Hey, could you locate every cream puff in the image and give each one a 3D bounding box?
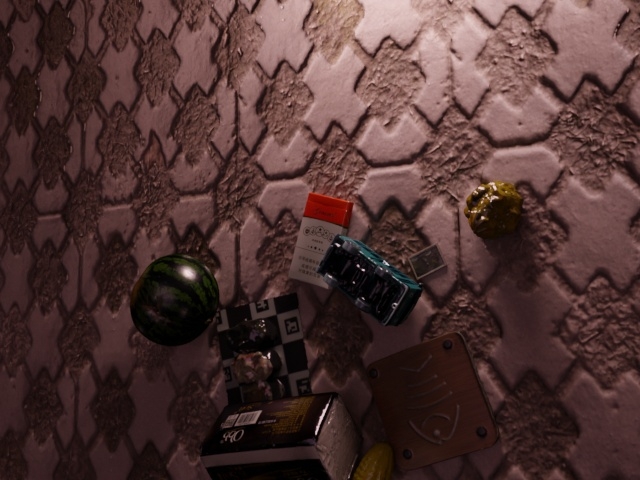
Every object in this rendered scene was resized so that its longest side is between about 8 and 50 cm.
[{"bbox_3d":[0.400,-0.074,1.726,0.146,0.116,0.146,-3,85,33],"label":"cream puff"}]

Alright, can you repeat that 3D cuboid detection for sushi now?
[{"bbox_3d":[-0.185,0.349,2.024,0.296,0.100,0.373,-16,76,28],"label":"sushi"}]

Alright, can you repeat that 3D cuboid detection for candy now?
[{"bbox_3d":[0.126,0.596,1.819,0.106,0.094,0.199,19,88,36],"label":"candy"}]

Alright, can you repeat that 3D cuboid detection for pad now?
[{"bbox_3d":[0.270,0.398,1.802,0.286,0.018,0.284,-27,72,27],"label":"pad"}]

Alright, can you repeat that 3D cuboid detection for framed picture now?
[{"bbox_3d":[0.269,0.053,1.848,0.089,0.006,0.066,-29,71,25],"label":"framed picture"}]

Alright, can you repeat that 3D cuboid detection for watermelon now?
[{"bbox_3d":[-0.415,0.169,2.094,0.268,0.269,0.269,-4,82,30],"label":"watermelon"}]

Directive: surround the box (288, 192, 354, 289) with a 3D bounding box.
[{"bbox_3d":[0.000,0.000,1.996,0.139,0.035,0.246,14,91,32],"label":"box"}]

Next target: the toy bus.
[{"bbox_3d":[0.129,0.102,1.844,0.256,0.147,0.128,38,104,33],"label":"toy bus"}]

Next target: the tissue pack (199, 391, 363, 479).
[{"bbox_3d":[-0.109,0.523,1.865,0.369,0.210,0.198,-12,119,29],"label":"tissue pack"}]
